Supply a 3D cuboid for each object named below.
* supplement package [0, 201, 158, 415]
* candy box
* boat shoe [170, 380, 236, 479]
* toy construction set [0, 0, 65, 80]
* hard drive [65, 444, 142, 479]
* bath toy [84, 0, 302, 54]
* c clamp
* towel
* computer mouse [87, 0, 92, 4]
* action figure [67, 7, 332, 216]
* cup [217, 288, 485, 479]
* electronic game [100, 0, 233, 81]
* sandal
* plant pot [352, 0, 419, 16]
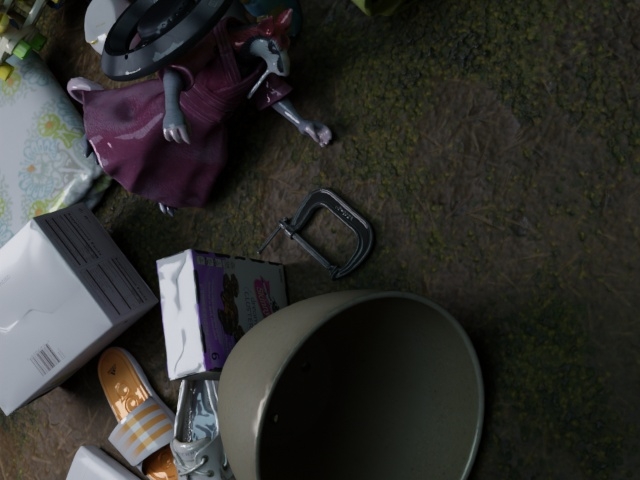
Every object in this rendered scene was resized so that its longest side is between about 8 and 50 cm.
[{"bbox_3d":[-0.428,0.106,1.630,0.262,0.145,0.204,-39,87,23],"label":"supplement package"},{"bbox_3d":[-0.126,0.107,1.434,0.070,0.196,0.165,-18,73,33],"label":"candy box"},{"bbox_3d":[-0.172,0.300,1.478,0.098,0.096,0.277,-12,70,22],"label":"boat shoe"},{"bbox_3d":[-0.465,-0.410,1.697,0.327,0.215,0.151,-34,108,29],"label":"toy construction set"},{"bbox_3d":[-0.278,0.495,1.567,0.353,0.047,0.233,26,97,34],"label":"hard drive"},{"bbox_3d":[-0.204,-0.333,1.599,0.348,0.129,0.151,-3,83,32],"label":"bath toy"},{"bbox_3d":[0.000,0.000,1.478,0.160,0.022,0.137,36,97,34],"label":"c clamp"},{"bbox_3d":[-0.537,-0.097,1.810,0.374,0.090,0.320,-48,64,18],"label":"towel"},{"bbox_3d":[-0.310,-0.481,1.738,0.262,0.060,0.184,-56,51,18],"label":"computer mouse"},{"bbox_3d":[-0.161,-0.213,1.505,0.370,0.248,0.276,-44,54,28],"label":"action figure"},{"bbox_3d":[0.003,0.203,1.293,0.237,0.331,0.331,15,91,55],"label":"cup"},{"bbox_3d":[-0.210,-0.303,1.436,0.229,0.048,0.229,-25,37,21],"label":"electronic game"},{"bbox_3d":[-0.290,0.272,1.591,0.102,0.076,0.265,-50,60,17],"label":"sandal"},{"bbox_3d":[0.058,-0.446,1.384,0.276,0.276,0.254,-42,75,21],"label":"plant pot"}]
